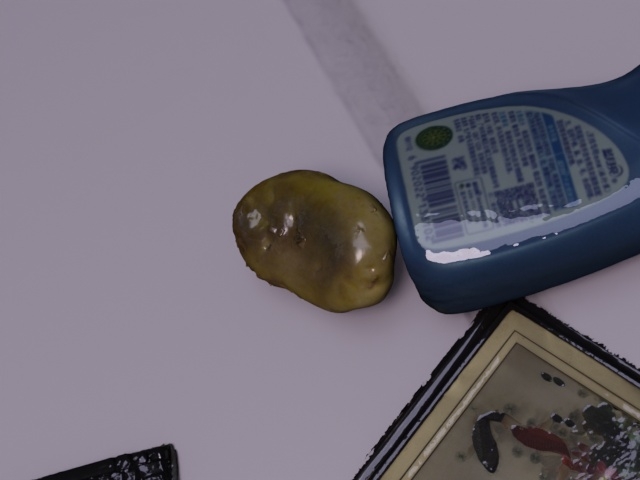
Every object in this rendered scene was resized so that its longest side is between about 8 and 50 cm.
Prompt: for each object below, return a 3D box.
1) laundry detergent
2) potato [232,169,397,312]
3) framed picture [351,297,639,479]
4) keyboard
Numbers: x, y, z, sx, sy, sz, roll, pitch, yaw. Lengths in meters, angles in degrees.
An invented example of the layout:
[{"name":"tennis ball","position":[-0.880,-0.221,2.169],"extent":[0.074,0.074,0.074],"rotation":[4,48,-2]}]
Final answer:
[{"name":"laundry detergent","position":[0.191,-0.048,0.814],"extent":[0.290,0.094,0.143],"rotation":[-14,50,10]},{"name":"potato","position":[0.000,0.000,0.862],"extent":[0.138,0.070,0.091],"rotation":[24,102,34]},{"name":"framed picture","position":[0.133,0.149,0.776],"extent":[0.195,0.010,0.199],"rotation":[33,79,32]},{"name":"keyboard","position":[-0.208,0.202,0.872],"extent":[0.231,0.023,0.072],"rotation":[-17,57,12]}]
